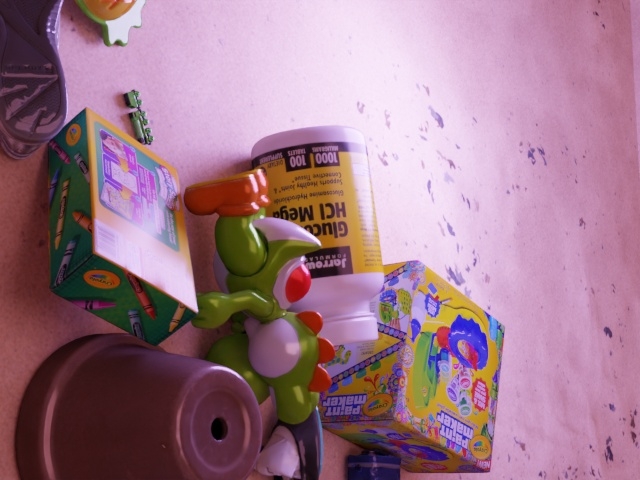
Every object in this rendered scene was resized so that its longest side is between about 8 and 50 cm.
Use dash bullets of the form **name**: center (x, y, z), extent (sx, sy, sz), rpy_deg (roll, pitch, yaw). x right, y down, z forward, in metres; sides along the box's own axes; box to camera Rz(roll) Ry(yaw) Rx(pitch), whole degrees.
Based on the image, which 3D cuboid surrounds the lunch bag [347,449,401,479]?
- **lunch bag**: center (0.088, 0.386, 1.622), extent (0.098, 0.067, 0.065), rpy_deg (20, 65, -45)

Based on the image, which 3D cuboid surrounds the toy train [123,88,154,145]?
- **toy train**: center (-0.262, -0.176, 1.383), extent (0.023, 0.017, 0.083), rpy_deg (-21, 97, -41)

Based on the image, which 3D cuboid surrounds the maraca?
- **maraca**: center (-0.293, -0.354, 1.333), extent (0.127, 0.099, 0.186), rpy_deg (-58, 150, -29)

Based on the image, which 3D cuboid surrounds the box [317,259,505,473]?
- **box**: center (0.161, 0.227, 1.668), extent (0.290, 0.177, 0.279), rpy_deg (34, 56, -41)

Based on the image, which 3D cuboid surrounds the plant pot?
- **plant pot**: center (-0.199, 0.235, 1.185), extent (0.263, 0.229, 0.263), rpy_deg (19, 66, -48)

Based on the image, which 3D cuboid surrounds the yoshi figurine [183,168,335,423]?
- **yoshi figurine**: center (-0.117, 0.093, 1.367), extent (0.203, 0.203, 0.362), rpy_deg (-18, 95, -33)

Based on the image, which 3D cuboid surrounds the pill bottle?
- **pill bottle**: center (0.000, 0.000, 1.520), extent (0.188, 0.188, 0.334), rpy_deg (0, 80, -51)

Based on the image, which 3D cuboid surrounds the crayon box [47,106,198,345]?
- **crayon box**: center (-0.252, -0.022, 1.211), extent (0.165, 0.081, 0.278), rpy_deg (36, 26, -39)

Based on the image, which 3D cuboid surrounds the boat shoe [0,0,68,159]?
- **boat shoe**: center (-0.381, -0.264, 1.210), extent (0.118, 0.103, 0.320), rpy_deg (-4, 77, -32)

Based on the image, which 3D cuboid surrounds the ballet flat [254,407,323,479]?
- **ballet flat**: center (-0.045, 0.368, 1.450), extent (0.096, 0.095, 0.280), rpy_deg (2, 79, -38)
